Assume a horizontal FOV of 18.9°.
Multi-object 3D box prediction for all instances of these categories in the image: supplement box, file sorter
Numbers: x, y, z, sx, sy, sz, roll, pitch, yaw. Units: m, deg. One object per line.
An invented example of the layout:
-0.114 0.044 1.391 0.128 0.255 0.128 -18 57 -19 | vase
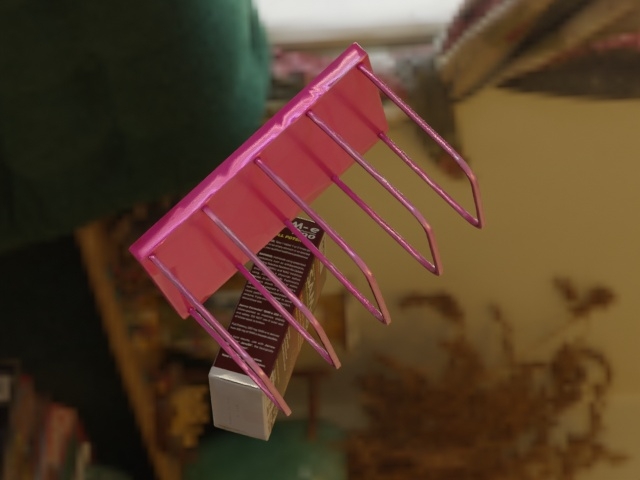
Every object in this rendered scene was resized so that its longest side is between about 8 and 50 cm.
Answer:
-0.060 0.101 2.297 0.130 0.073 0.239 89 17 -57 | supplement box
0.000 0.000 1.860 0.182 0.290 0.202 45 -7 19 | file sorter
